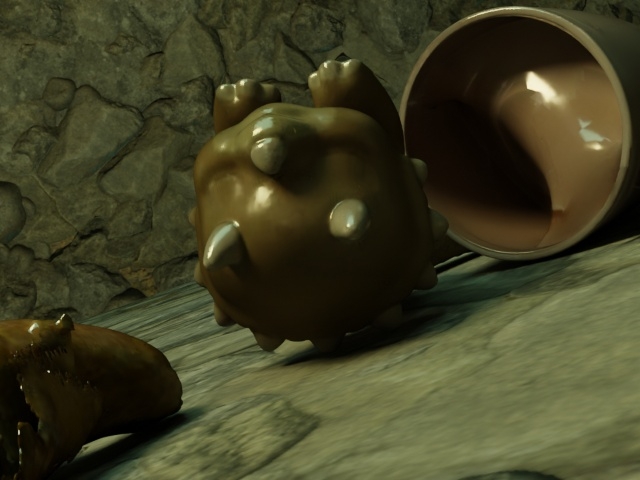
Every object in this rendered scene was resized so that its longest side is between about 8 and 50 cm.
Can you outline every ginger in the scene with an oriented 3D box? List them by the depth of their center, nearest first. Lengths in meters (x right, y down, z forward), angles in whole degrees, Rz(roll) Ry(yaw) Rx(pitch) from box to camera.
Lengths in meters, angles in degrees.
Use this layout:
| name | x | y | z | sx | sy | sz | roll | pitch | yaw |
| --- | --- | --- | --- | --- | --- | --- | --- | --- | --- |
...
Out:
| name | x | y | z | sx | sy | sz | roll | pitch | yaw |
| --- | --- | --- | --- | --- | --- | --- | --- | --- | --- |
| ginger | -0.166 | 0.091 | 0.453 | 0.133 | 0.107 | 0.309 | -33 | -2 | 2 |

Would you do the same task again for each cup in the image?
| name | x | y | z | sx | sy | sz | roll | pitch | yaw |
| --- | --- | --- | --- | --- | --- | --- | --- | --- | --- |
| cup | 0.223 | -0.088 | 0.762 | 0.252 | 0.192 | 0.200 | 19 | 23 | 34 |

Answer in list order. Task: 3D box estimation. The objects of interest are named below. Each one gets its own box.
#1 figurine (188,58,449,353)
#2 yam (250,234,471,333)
| name | x | y | z | sx | sy | sz | roll | pitch | yaw |
| --- | --- | --- | --- | --- | --- | --- | --- | --- | --- |
| figurine | -0.004 | -0.002 | 0.661 | 0.177 | 0.173 | 0.247 | 0 | -25 | -6 |
| yam | 0.060 | 0.011 | 0.846 | 0.299 | 0.066 | 0.066 | -21 | 3 | -27 |
